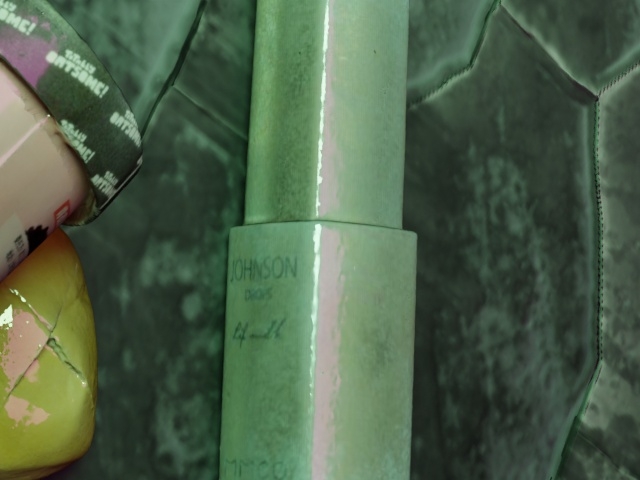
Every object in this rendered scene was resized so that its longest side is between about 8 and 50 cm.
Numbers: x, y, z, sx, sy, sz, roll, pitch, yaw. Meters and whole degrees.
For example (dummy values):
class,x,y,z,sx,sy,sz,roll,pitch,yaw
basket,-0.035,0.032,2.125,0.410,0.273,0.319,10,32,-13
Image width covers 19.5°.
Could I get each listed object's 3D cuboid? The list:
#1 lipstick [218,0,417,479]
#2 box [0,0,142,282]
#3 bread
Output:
class,x,y,z,sx,sy,sz,roll,pitch,yaw
lipstick,0.000,0.000,0.890,0.077,0.079,0.252,6,83,-40
box,-0.165,-0.028,0.703,0.151,0.151,0.135,49,66,-29
bread,-0.128,0.047,0.788,0.082,0.056,0.115,3,86,-42
